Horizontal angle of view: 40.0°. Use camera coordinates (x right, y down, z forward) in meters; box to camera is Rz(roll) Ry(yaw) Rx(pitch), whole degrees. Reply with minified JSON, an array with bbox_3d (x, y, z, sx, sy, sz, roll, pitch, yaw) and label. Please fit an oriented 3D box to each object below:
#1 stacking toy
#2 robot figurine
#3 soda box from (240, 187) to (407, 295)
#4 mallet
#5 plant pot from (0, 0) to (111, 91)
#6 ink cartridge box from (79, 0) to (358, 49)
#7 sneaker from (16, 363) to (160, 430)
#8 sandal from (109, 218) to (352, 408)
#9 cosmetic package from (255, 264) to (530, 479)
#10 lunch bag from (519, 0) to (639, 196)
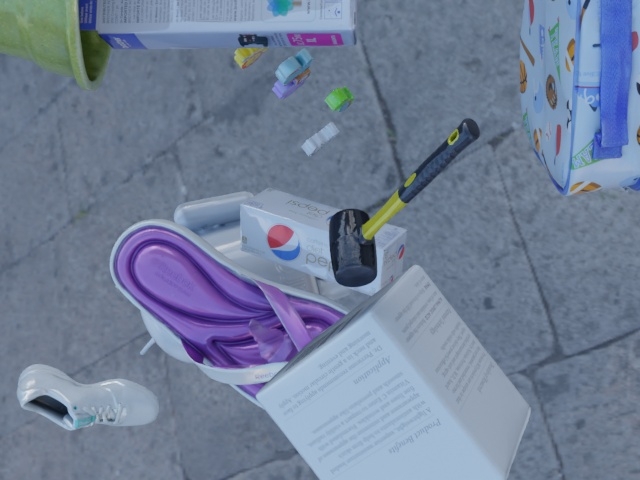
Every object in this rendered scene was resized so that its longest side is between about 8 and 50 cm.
[{"bbox_3d":[-0.038,-0.200,1.068,0.052,0.221,0.167,-38,88,-9],"label":"stacking toy"},{"bbox_3d":[-0.129,0.071,1.373,0.200,0.353,0.300,-137,30,-78],"label":"robot figurine"},{"bbox_3d":[0.000,0.000,1.147,0.216,0.069,0.074,18,122,26],"label":"soda box"},{"bbox_3d":[0.061,-0.023,0.677,0.190,0.039,0.062,-40,44,52],"label":"mallet"},{"bbox_3d":[-0.342,-0.300,0.868,0.276,0.254,0.276,-174,90,-84],"label":"plant pot"},{"bbox_3d":[-0.116,-0.293,0.901,0.311,0.065,0.185,1,84,4],"label":"ink cartridge box"},{"bbox_3d":[-0.341,0.249,1.296,0.094,0.212,0.080,-122,50,-65],"label":"sneaker"},{"bbox_3d":[-0.098,0.117,1.122,0.416,0.102,0.169,27,95,6],"label":"sandal"},{"bbox_3d":[0.073,0.151,0.822,0.151,0.151,0.183,-38,89,26],"label":"cosmetic package"},{"bbox_3d":[0.286,-0.197,0.920,0.115,0.243,0.303,-5,111,2],"label":"lunch bag"}]
